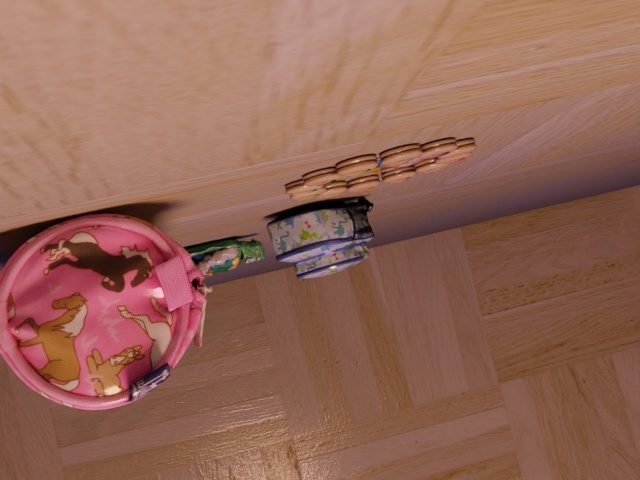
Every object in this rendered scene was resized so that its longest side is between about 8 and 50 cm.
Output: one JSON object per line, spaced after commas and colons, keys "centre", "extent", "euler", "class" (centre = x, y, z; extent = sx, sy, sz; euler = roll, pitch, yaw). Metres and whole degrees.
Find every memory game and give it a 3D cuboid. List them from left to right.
{"centre": [0.056, -0.064, 0.811], "extent": [0.186, 0.012, 0.186], "euler": [-14, 176, -1], "class": "memory game"}

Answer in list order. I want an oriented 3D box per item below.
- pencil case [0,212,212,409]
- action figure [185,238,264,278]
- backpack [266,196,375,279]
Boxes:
{"centre": [-0.207, 0.073, 0.847], "extent": [0.167, 0.160, 0.386], "euler": [32, 168, -7], "class": "pencil case"}
{"centre": [-0.188, 0.040, 1.186], "extent": [0.232, 0.064, 0.137], "euler": [-16, 174, -11], "class": "action figure"}
{"centre": [0.000, 0.000, 1.034], "extent": [0.105, 0.084, 0.114], "euler": [-19, 171, 35], "class": "backpack"}
